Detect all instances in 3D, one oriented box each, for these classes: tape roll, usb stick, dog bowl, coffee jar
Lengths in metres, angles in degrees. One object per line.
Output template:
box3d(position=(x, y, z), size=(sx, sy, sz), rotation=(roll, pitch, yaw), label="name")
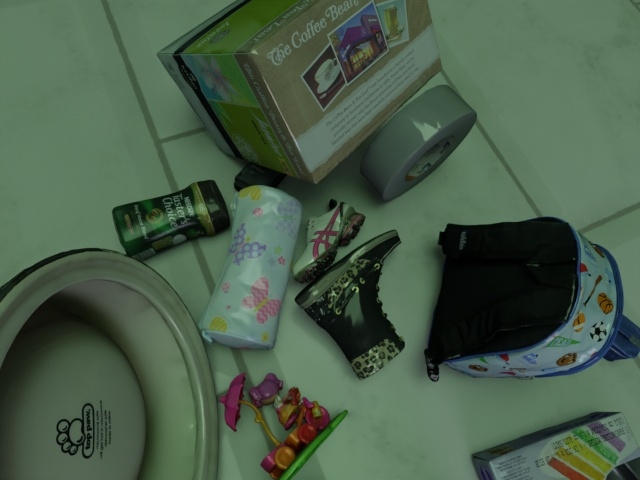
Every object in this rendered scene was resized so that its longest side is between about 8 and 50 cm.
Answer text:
box3d(position=(0.177, -0.174, 0.780), size=(0.219, 0.219, 0.072), rotation=(-34, 74, -19), label="tape roll")
box3d(position=(-0.064, -0.190, 0.851), size=(0.077, 0.045, 0.278), rotation=(34, 68, 9), label="usb stick")
box3d(position=(-0.276, 0.222, 0.482), size=(0.150, 0.408, 0.408), rotation=(-14, 69, 11), label="dog bowl")
box3d(position=(-0.256, -0.039, 0.747), size=(0.184, 0.079, 0.096), rotation=(-21, 72, -15), label="coffee jar")

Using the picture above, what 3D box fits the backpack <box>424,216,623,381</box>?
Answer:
box3d(position=(0.316, 0.096, 0.665), size=(0.213, 0.263, 0.277), rotation=(20, 66, -16), label="backpack")

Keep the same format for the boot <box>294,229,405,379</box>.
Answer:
box3d(position=(0.091, 0.102, 0.737), size=(0.236, 0.085, 0.179), rotation=(-34, 87, -30), label="boot")

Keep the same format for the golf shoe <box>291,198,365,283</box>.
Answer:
box3d(position=(0.000, 0.000, 0.773), size=(0.086, 0.067, 0.186), rotation=(35, 59, 12), label="golf shoe")

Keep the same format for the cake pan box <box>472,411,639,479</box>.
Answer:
box3d(position=(0.402, 0.420, 0.649), size=(0.266, 0.070, 0.246), rotation=(-11, 72, -12), label="cake pan box")

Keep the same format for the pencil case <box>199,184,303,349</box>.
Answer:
box3d(position=(-0.110, 0.043, 0.710), size=(0.124, 0.113, 0.273), rotation=(20, 66, -24), label="pencil case")

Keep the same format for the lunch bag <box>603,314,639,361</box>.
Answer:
box3d(position=(0.524, 0.165, 0.768), size=(0.098, 0.065, 0.067), rotation=(40, 69, 9), label="lunch bag")

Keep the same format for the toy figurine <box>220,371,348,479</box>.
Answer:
box3d(position=(-0.069, 0.260, 0.642), size=(0.159, 0.130, 0.173), rotation=(41, 47, 20), label="toy figurine")

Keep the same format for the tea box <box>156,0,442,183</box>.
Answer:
box3d(position=(-0.035, -0.307, 0.728), size=(0.329, 0.220, 0.323), rotation=(-44, 40, -17), label="tea box")
